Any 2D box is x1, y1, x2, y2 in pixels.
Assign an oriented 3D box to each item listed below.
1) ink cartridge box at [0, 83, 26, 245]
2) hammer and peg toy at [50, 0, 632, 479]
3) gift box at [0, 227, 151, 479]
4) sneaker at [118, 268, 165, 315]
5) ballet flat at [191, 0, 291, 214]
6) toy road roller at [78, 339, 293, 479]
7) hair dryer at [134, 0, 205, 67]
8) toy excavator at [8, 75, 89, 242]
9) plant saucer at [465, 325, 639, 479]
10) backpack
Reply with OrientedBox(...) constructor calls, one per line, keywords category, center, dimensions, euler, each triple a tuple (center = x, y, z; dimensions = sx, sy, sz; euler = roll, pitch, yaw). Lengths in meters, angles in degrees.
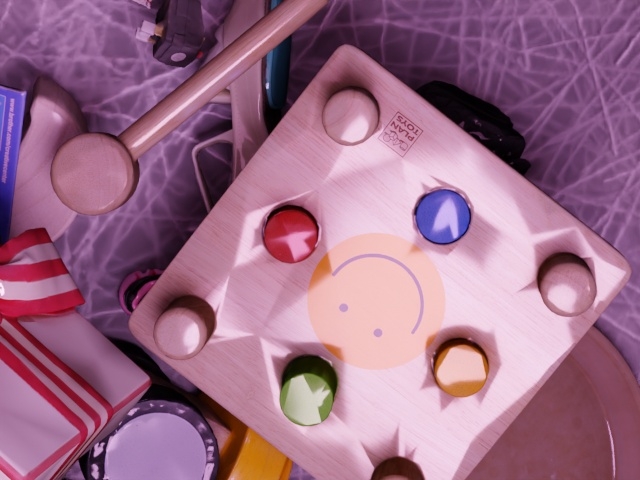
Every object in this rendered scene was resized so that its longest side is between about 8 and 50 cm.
OrientedBox(category="ink cartridge box", center=(-0.367, -0.049, 1.203), dimensions=(0.311, 0.065, 0.186), euler=(10, 126, -7))
OrientedBox(category="hammer and peg toy", center=(0.000, 0.000, 1.191), dimensions=(0.361, 0.127, 0.266), euler=(39, 98, -1))
OrientedBox(category="gift box", center=(-0.288, 0.095, 1.064), dimensions=(0.276, 0.255, 0.258), euler=(41, 106, -2))
OrientedBox(category="sneaker", center=(-0.095, 0.036, 1.346), dimensions=(0.119, 0.057, 0.047), euler=(-17, 95, -7))
OrientedBox(category="ballet flat", center=(-0.059, -0.091, 1.325), dimensions=(0.086, 0.086, 0.248), euler=(-3, 87, -7))
OrientedBox(category="toy road roller", center=(-0.124, 0.251, 1.294), dimensions=(0.240, 0.202, 0.329), euler=(30, 89, -19))
OrientedBox(category="hair dryer", center=(-0.122, -0.293, 1.260), dimensions=(0.223, 0.080, 0.293), euler=(33, 62, -39))
OrientedBox(category="toy excavator", center=(-0.381, -0.211, 1.241), dimensions=(0.433, 0.222, 0.445), euler=(0, 109, -8))
OrientedBox(category="plant saucer", center=(0.141, 0.181, 1.353), dimensions=(0.278, 0.041, 0.278), euler=(2, 86, -27))
OrientedBox(category="backpack", center=(0.071, -0.026, 1.328), dimensions=(0.115, 0.152, 0.182), euler=(29, 103, -3))
